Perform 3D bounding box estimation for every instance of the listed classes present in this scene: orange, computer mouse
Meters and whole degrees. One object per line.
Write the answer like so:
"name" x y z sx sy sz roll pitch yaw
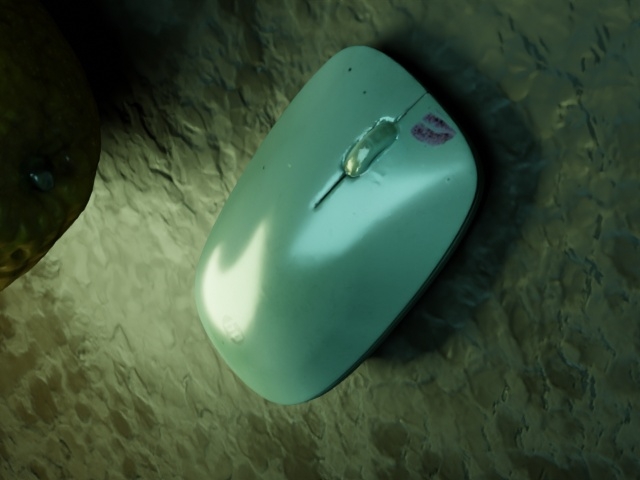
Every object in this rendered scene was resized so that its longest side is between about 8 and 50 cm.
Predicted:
"orange" -0.351 -0.089 1.079 0.357 0.322 0.322 20 120 28
"computer mouse" -0.005 0.002 0.943 0.159 0.097 0.288 51 135 19
